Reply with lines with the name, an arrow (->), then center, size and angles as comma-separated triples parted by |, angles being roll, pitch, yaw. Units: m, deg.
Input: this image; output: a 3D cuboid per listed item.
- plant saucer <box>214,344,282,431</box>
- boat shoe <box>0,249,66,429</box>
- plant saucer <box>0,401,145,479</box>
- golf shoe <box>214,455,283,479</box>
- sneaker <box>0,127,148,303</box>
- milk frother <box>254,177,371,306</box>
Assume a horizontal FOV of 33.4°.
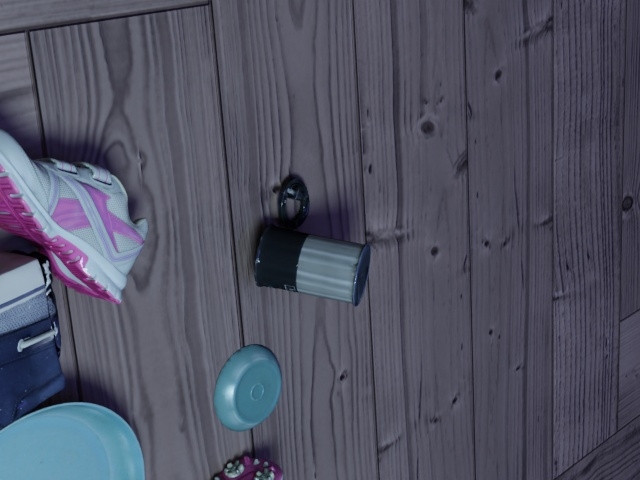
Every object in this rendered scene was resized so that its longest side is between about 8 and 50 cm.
plant saucer -> -0.090, 0.199, 1.419 | 0.119, 0.021, 0.119 | -15, 110, -45
boat shoe -> -0.387, 0.135, 1.006 | 0.340, 0.127, 0.158 | -25, 112, -41
plant saucer -> -0.321, 0.318, 1.155 | 0.317, 0.043, 0.318 | -30, 129, -45
golf shoe -> -0.142, 0.420, 1.354 | 0.306, 0.115, 0.140 | -41, 130, -31
sneaker -> -0.272, -0.043, 1.118 | 0.111, 0.103, 0.252 | -61, 141, -23
milk frother -> 0.000, 0.000, 1.381 | 0.129, 0.134, 0.143 | -24, 124, -76
